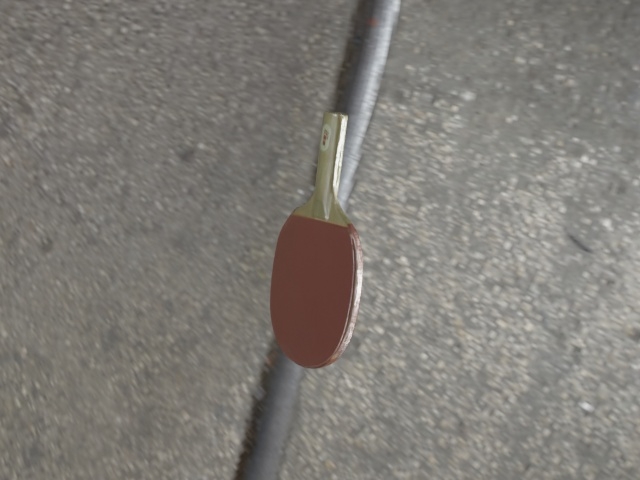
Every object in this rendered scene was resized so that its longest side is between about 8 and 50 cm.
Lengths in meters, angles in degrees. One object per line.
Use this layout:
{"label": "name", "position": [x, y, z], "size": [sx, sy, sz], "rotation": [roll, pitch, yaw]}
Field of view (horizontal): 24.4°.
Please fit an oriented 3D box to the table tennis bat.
{"label": "table tennis bat", "position": [0.000, 0.000, 0.898], "size": [0.013, 0.087, 0.157], "rotation": [2, 97, -35]}
